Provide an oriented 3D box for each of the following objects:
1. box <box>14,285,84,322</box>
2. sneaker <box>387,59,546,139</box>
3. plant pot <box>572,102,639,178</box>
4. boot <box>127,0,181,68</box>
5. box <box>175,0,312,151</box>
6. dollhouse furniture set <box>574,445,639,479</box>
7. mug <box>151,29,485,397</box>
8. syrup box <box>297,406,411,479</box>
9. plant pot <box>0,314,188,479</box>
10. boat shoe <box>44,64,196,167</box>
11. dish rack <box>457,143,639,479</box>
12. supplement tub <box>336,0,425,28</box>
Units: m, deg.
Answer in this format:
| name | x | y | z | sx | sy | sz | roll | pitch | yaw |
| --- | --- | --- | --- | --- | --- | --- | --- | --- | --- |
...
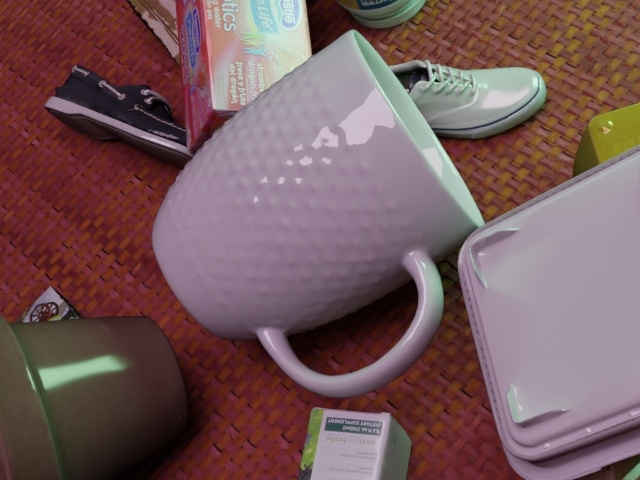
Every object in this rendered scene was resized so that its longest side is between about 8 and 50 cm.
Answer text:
| name | x | y | z | sx | sy | sz | roll | pitch | yaw |
| --- | --- | --- | --- | --- | --- | --- | --- | --- | --- |
| box | -0.385 | 0.194 | 1.439 | 0.233 | 0.044 | 0.159 | -47 | 56 | -7 |
| sneaker | 0.153 | -0.184 | 1.401 | 0.258 | 0.091 | 0.094 | -7 | 61 | 19 |
| plant pot | 0.383 | -0.044 | 1.174 | 0.212 | 0.187 | 0.212 | -16 | 58 | 13 |
| boot | -0.152 | -0.400 | 1.624 | 0.269 | 0.089 | 0.236 | -38 | 84 | -2 |
| box | -0.104 | -0.280 | 1.452 | 0.142 | 0.154 | 0.300 | -1 | 73 | -19 |
| dollhouse furniture set | 0.463 | 0.206 | 1.094 | 0.355 | 0.174 | 0.303 | -32 | 36 | -33 |
| mug | 0.000 | 0.000 | 1.260 | 0.328 | 0.276 | 0.374 | -33 | 62 | 13 |
| syrup box | 0.025 | 0.308 | 1.179 | 0.093 | 0.096 | 0.237 | 1 | 62 | 22 |
| plant pot | -0.288 | 0.187 | 1.284 | 0.229 | 0.263 | 0.263 | -18 | 51 | -27 |
| boat shoe | -0.269 | -0.183 | 1.560 | 0.302 | 0.114 | 0.091 | 22 | 78 | 30 |
| dish rack | 0.276 | 0.048 | 1.025 | 0.332 | 0.072 | 0.286 | -28 | 54 | 28 |
| supplement tub | 0.064 | -0.396 | 1.489 | 0.144 | 0.200 | 0.144 | -10 | 59 | 17 |
